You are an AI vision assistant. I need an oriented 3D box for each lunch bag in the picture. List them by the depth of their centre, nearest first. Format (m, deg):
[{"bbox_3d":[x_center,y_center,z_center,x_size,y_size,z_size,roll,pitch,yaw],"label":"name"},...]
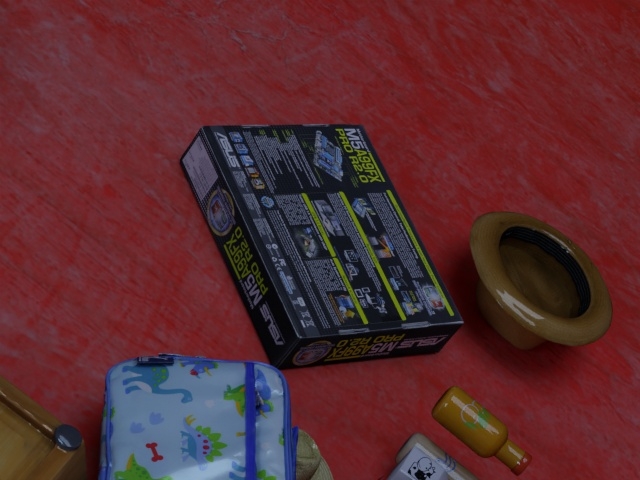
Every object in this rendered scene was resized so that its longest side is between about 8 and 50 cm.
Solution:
[{"bbox_3d":[-0.105,0.203,1.633,0.176,0.090,0.219,4,49,-5],"label":"lunch bag"}]

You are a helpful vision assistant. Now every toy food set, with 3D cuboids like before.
[{"bbox_3d":[0.103,0.251,1.753,0.104,0.111,0.232,38,39,1],"label":"toy food set"}]

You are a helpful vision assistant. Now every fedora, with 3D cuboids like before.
[{"bbox_3d":[0.225,0.056,2.041,0.194,0.079,0.194,21,38,-17],"label":"fedora"}]

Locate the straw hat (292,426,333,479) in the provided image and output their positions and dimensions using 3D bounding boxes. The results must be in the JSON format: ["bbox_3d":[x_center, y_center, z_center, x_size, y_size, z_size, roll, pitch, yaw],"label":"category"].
[{"bbox_3d":[-0.035,0.204,1.737,0.144,0.061,0.144,19,45,-21],"label":"straw hat"}]

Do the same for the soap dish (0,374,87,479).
[{"bbox_3d":[-0.336,0.199,1.487,0.229,0.118,0.291,38,40,0],"label":"soap dish"}]

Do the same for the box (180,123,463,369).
[{"bbox_3d":[0.000,0.000,1.949,0.216,0.060,0.270,-4,56,-38],"label":"box"}]
